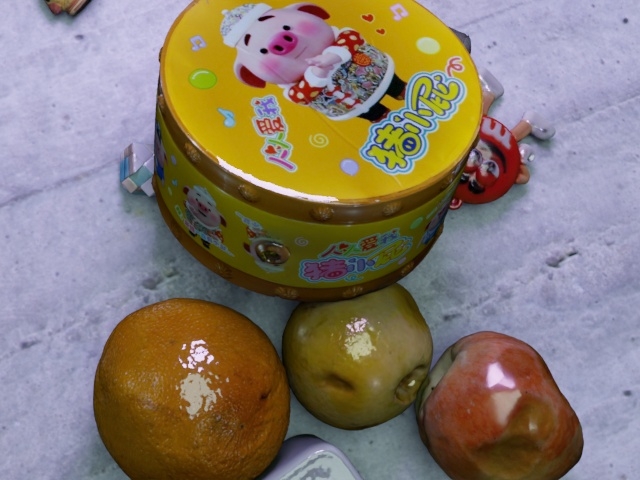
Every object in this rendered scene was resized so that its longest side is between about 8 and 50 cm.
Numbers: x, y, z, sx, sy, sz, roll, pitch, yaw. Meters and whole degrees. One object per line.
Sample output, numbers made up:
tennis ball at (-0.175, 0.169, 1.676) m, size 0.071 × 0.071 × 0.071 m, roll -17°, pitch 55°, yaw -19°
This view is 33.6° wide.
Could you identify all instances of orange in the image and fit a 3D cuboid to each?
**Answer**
orange at (-0.169, 0.198, 1.351) m, size 0.264 × 0.264 × 0.264 m, roll 2°, pitch 79°, yaw -9°

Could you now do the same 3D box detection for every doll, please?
doll at (0.237, -0.142, 1.566) m, size 0.183 × 0.085 × 0.217 m, roll 41°, pitch 67°, yaw -2°

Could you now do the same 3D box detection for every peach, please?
peach at (0.249, 0.241, 1.440) m, size 0.235 × 0.214 × 0.214 m, roll 39°, pitch 76°, yaw -12°

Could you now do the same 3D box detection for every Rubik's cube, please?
Rubik's cube at (-0.238, -0.094, 1.479) m, size 0.084 × 0.075 × 0.073 m, roll 2°, pitch 77°, yaw -10°

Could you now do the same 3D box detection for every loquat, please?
loquat at (0.046, 0.141, 1.422) m, size 0.213 × 0.213 × 0.213 m, roll 2°, pitch 79°, yaw -9°

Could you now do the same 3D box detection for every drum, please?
drum at (-0.010, -0.141, 1.376) m, size 0.431 × 0.214 × 0.431 m, roll 6°, pitch 52°, yaw -7°

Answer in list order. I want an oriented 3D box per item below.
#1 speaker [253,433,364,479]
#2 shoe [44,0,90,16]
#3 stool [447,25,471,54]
speaker at (-0.109, 0.422, 1.349) m, size 0.406 × 0.184 × 0.183 m, roll -36°, pitch 86°, yaw -13°
shoe at (-0.349, -0.375, 1.517) m, size 0.069 × 0.072 × 0.109 m, roll 45°, pitch 115°, yaw -11°
stool at (0.163, -0.280, 1.573) m, size 0.110 × 0.096 × 0.096 m, roll 27°, pitch 76°, yaw 2°
